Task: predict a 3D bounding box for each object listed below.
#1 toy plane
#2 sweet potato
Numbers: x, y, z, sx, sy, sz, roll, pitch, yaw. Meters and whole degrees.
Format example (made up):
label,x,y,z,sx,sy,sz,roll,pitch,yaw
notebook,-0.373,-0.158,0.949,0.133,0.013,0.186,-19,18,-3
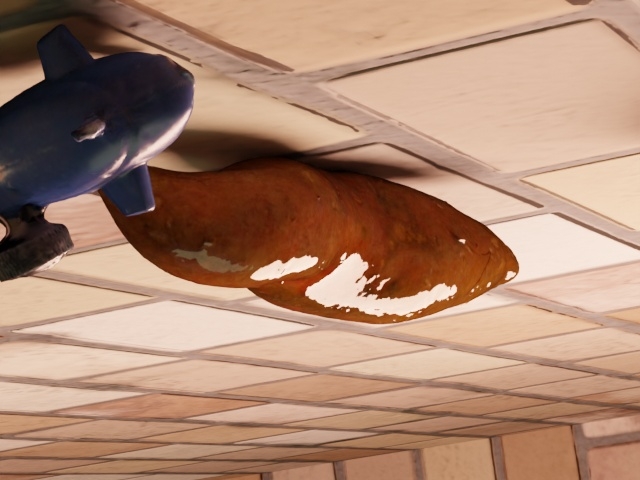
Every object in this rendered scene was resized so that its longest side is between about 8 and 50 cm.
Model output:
label,x,y,z,sx,sy,sz,roll,pitch,yaw
toy plane,-0.083,-0.020,0.528,0.167,0.054,0.062,-19,-169,46
sweet potato,0.001,0.002,0.683,0.202,0.055,0.058,9,125,-52
